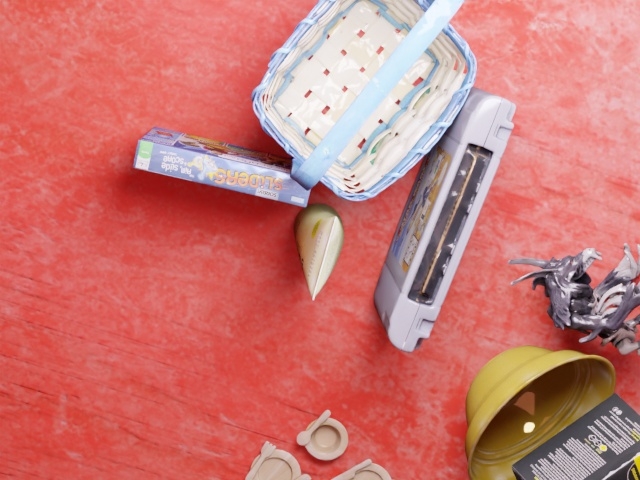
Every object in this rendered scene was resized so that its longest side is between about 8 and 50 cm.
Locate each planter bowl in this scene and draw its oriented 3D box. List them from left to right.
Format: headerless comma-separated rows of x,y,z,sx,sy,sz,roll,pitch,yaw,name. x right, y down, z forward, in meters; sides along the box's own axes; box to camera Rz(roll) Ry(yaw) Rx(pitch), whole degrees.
0.242,0.193,1.676,0.217,0.090,0.217,-22,138,-21,planter bowl

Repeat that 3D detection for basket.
0.054,-0.174,1.532,0.201,0.289,0.255,41,95,-4,basket

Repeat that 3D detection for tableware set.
0.001,0.302,1.753,0.141,0.020,0.169,-42,97,7,tableware set

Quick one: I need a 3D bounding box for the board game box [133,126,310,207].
-0.109,-0.088,1.628,0.201,0.136,0.035,13,101,-1,board game box

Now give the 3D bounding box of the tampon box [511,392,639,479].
0.333,0.290,1.671,0.161,0.101,0.120,-33,127,-9,tampon box

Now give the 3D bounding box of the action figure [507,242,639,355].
0.361,0.070,1.647,0.275,0.164,0.141,31,110,-14,action figure

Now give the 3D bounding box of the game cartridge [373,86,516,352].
0.136,-0.032,1.603,0.062,0.198,0.297,20,98,-11,game cartridge

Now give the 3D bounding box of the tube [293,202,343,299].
0.000,0.000,1.589,0.062,0.240,0.070,-26,99,2,tube
